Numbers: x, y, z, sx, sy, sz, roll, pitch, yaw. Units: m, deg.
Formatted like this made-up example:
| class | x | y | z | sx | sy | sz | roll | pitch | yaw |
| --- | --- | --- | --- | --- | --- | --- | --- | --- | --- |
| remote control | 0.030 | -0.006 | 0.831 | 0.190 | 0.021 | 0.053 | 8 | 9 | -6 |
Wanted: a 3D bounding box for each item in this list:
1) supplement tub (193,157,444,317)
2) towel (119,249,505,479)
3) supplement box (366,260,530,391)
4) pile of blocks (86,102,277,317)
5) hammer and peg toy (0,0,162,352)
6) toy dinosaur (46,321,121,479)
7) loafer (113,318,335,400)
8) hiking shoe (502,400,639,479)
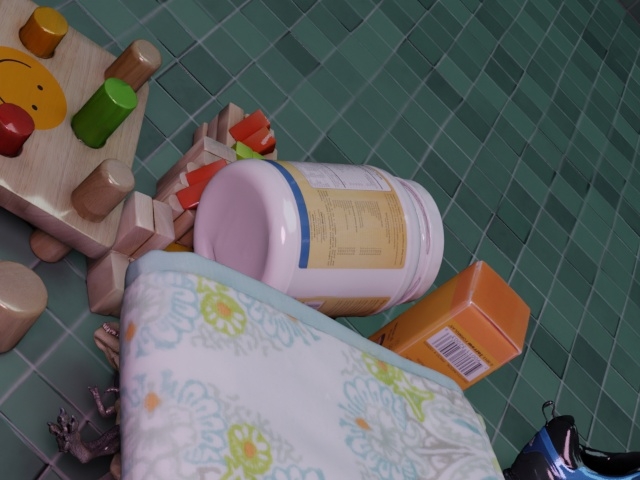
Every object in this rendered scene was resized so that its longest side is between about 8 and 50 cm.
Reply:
| class | x | y | z | sx | sy | sz | roll | pitch | yaw |
| --- | --- | --- | --- | --- | --- | --- | --- | --- | --- |
| supplement tub | 0.000 | 0.000 | 1.211 | 0.200 | 0.144 | 0.144 | 1 | 56 | -39 |
| towel | 0.010 | 0.190 | 1.035 | 0.374 | 0.090 | 0.320 | 25 | 32 | -28 |
| supplement box | 0.089 | 0.120 | 1.272 | 0.080 | 0.233 | 0.078 | 45 | 33 | -14 |
| pile of blocks | -0.098 | -0.032 | 1.312 | 0.149 | 0.112 | 0.362 | 45 | 34 | -7 |
| hammer and peg toy | -0.282 | -0.099 | 1.145 | 0.266 | 0.127 | 0.361 | 33 | 36 | -24 |
| toy dinosaur | -0.159 | 0.186 | 1.047 | 0.118 | 0.064 | 0.268 | 3 | 69 | -45 |
| loafer | -0.073 | 0.088 | 1.236 | 0.109 | 0.095 | 0.302 | 55 | 33 | 6 |
| hiking shoe | 0.340 | 0.301 | 1.418 | 0.304 | 0.132 | 0.113 | 29 | 12 | -12 |
